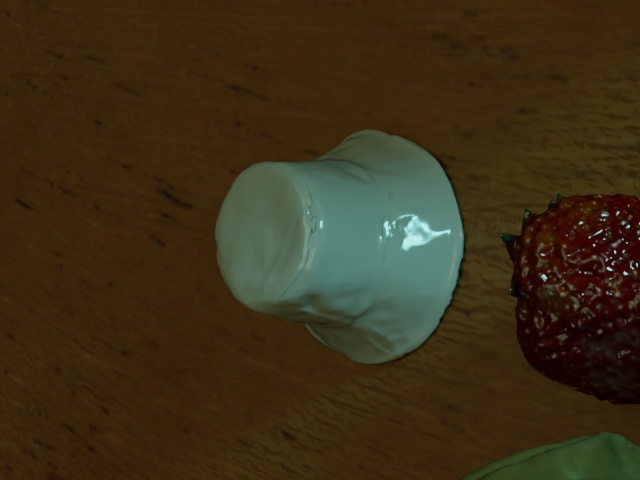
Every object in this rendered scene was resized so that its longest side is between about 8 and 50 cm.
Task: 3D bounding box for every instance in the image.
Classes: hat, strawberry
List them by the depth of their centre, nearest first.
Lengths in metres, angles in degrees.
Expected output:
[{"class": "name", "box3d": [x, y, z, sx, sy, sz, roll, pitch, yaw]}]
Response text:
[{"class": "strawberry", "box3d": [0.188, 0.042, 1.135, 0.148, 0.131, 0.131, 49, 121, 51]}, {"class": "hat", "box3d": [0.000, 0.000, 1.361, 0.203, 0.126, 0.203, -8, 78, 45]}]

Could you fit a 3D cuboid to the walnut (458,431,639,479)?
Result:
[{"class": "walnut", "box3d": [0.145, 0.283, 1.027, 0.306, 0.306, 0.343, 0, 77, 50]}]
